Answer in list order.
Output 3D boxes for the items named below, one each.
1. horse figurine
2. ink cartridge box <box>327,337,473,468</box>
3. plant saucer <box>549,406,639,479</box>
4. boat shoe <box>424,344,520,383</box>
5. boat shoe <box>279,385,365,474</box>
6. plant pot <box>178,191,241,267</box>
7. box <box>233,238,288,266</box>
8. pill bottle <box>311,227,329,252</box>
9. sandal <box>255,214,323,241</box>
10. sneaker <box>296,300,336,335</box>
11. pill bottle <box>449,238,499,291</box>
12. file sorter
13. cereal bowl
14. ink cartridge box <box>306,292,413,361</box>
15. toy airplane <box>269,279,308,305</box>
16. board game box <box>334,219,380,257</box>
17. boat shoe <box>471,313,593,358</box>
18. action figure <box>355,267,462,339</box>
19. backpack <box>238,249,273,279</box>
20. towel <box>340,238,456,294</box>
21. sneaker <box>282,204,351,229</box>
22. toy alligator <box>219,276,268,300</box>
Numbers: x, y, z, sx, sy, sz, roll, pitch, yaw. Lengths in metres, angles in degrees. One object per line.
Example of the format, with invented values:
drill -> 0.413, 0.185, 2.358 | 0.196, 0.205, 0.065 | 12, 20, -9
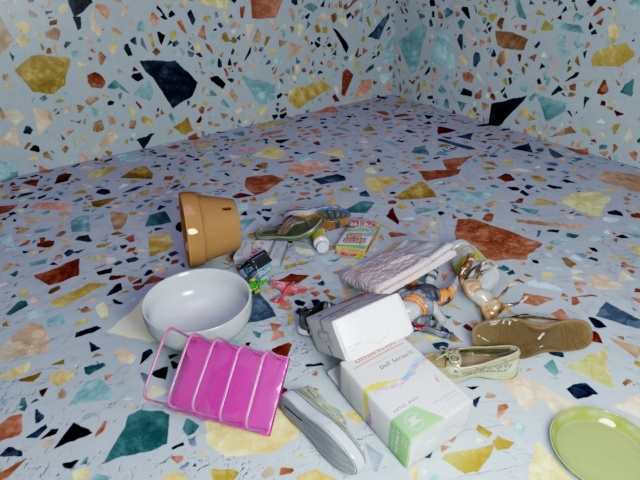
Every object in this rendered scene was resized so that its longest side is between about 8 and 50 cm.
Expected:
horse figurine -> 0.541, 0.164, 1.651 | 0.174, 0.066, 0.263 | -40, 65, -2
ink cartridge box -> 0.190, 0.380, 1.327 | 0.207, 0.119, 0.353 | -21, 39, -26
plant saucer -> 0.668, 0.499, 1.199 | 0.241, 0.037, 0.240 | -1, 31, 0
boat shoe -> 0.416, 0.336, 1.437 | 0.286, 0.089, 0.104 | -3, 31, -1
boat shoe -> 0.015, 0.449, 1.253 | 0.094, 0.109, 0.302 | -21, 33, -33
plant pot -> -0.425, -0.053, 1.955 | 0.204, 0.290, 0.291 | -9, 31, -18
box -> -0.235, 0.047, 2.014 | 0.187, 0.038, 0.145 | 2, 30, 9
pill bottle -> 0.000, 0.000, 2.054 | 0.065, 0.065, 0.116 | -6, 30, -7
sandal -> -0.136, -0.055, 2.084 | 0.303, 0.086, 0.120 | -8, 27, 16
sneaker -> 0.039, 0.238, 1.606 | 0.235, 0.106, 0.078 | -6, 32, -7
pill bottle -> 0.541, 0.088, 1.825 | 0.119, 0.119, 0.208 | -7, 31, -9
file sorter -> -0.260, 0.350, 1.277 | 0.291, 0.182, 0.201 | 8, 69, 17
cereal bowl -> -0.380, 0.234, 1.602 | 0.340, 0.141, 0.338 | -1, 31, 1
ink cartridge box -> 0.102, 0.236, 1.435 | 0.208, 0.117, 0.283 | -21, -1, -17
toy airplane -> -0.122, 0.182, 1.787 | 0.151, 0.028, 0.151 | -3, 30, 1
board game box -> 0.155, -0.010, 2.098 | 0.124, 0.039, 0.259 | 9, 35, 19
boat shoe -> 0.621, 0.279, 1.526 | 0.343, 0.123, 0.123 | -6, 1, 3
action figure -> 0.291, 0.171, 1.649 | 0.342, 0.178, 0.330 | 16, 24, 21
backpack -> -0.239, 0.102, 1.864 | 0.114, 0.084, 0.105 | -30, 5, 42
towel -> 0.254, 0.084, 1.734 | 0.317, 0.053, 0.332 | -27, 10, -13
sneaker -> -0.019, -0.116, 2.209 | 0.297, 0.111, 0.131 | -4, 30, -4
toy alligator -> -0.272, 0.180, 1.786 | 0.190, 0.056, 0.051 | -24, -8, -22
